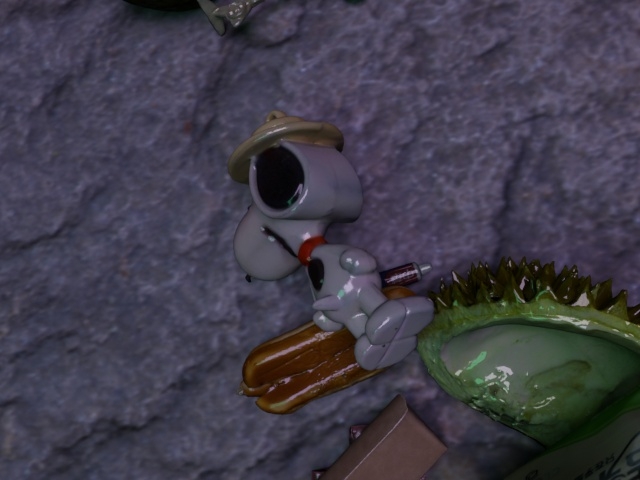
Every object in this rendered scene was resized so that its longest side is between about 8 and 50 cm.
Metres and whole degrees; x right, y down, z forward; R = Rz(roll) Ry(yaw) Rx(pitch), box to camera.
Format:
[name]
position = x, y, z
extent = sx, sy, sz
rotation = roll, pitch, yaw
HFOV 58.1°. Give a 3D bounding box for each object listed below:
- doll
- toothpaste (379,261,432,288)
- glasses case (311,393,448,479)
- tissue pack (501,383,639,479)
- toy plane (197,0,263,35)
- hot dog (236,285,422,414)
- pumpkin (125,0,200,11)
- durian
[doll]
position = 0.011, -0.012, 0.607
extent = 0.271, 0.144, 0.208
rotation = 29, 114, 42
[toothpaste]
position = 0.066, 0.054, 0.682
extent = 0.140, 0.021, 0.037
rotation = -20, 80, 6
[glasses case]
position = 0.052, 0.268, 0.644
extent = 0.193, 0.070, 0.102
rotation = -46, 109, -3
[tissue pack]
position = 0.246, 0.362, 0.467
extent = 0.332, 0.205, 0.405
rotation = 49, 113, 13
[toy plane]
position = -0.011, -0.340, 0.706
extent = 0.286, 0.092, 0.108
rotation = -35, 60, 0
[hot dog]
position = 0.012, 0.126, 0.655
extent = 0.236, 0.062, 0.092
rotation = -22, 97, -2
[pumpkin]
position = -0.158, -0.382, 0.702
extent = 0.126, 0.131, 0.248
rotation = 38, 93, 17
[durian]
position = 0.277, 0.149, 0.585
extent = 0.394, 0.163, 0.198
rotation = 38, 88, -1
